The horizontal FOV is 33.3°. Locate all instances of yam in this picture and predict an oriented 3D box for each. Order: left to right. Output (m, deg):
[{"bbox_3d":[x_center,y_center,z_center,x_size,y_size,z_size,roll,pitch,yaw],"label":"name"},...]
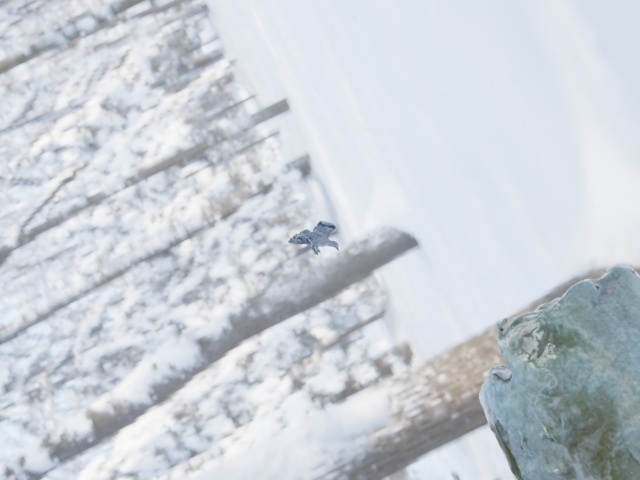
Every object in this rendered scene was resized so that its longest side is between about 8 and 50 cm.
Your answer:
[{"bbox_3d":[0.140,0.140,0.403,0.093,0.093,0.259,65,-177,-69],"label":"yam"}]

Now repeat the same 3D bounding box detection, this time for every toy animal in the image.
[{"bbox_3d":[-0.001,0.001,1.226,0.050,0.028,0.084,44,149,-15],"label":"toy animal"}]
